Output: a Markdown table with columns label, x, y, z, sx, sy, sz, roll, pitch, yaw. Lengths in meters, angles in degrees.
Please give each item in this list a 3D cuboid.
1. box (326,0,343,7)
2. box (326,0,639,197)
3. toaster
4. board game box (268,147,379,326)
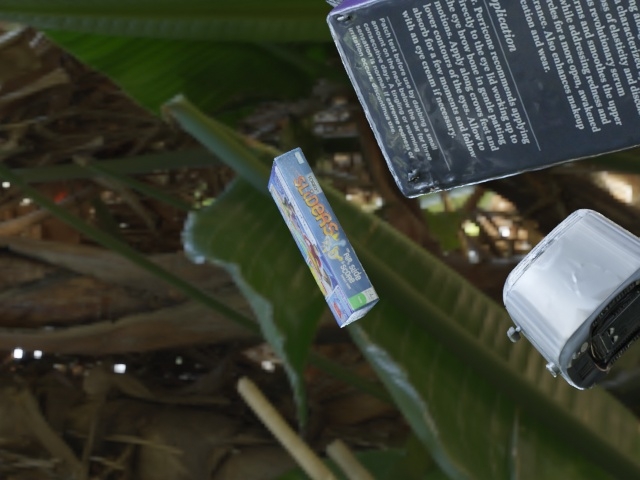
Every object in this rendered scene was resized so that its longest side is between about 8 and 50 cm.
| label | x | y | z | sx | sy | sz | roll | pitch | yaw |
| --- | --- | --- | --- | --- | --- | --- | --- | --- | --- |
| box | 0.111 | -0.240 | 0.907 | 0.142 | 0.247 | 0.163 | 28 | -97 | -42 |
| box | 0.135 | -0.117 | 0.602 | 0.108 | 0.207 | 0.153 | 65 | -146 | -19 |
| toaster | 0.338 | 0.061 | 1.496 | 0.227 | 0.146 | 0.129 | -45 | -38 | -3 |
| board game box | 0.000 | 0.000 | 1.432 | 0.201 | 0.035 | 0.136 | 63 | 170 | 7 |
